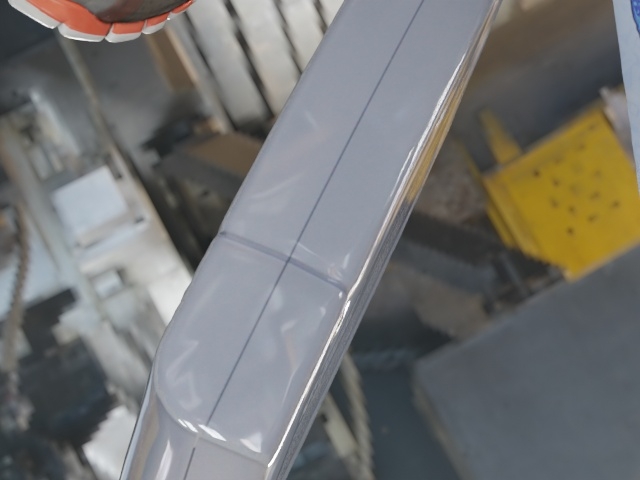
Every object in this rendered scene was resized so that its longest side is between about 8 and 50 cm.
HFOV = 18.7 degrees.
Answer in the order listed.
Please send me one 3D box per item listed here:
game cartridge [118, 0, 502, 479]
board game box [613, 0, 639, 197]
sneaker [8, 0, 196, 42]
[{"bbox_3d":[0.000,0.000,0.731,0.294,0.060,0.196,-63,179,-41],"label":"game cartridge"},{"bbox_3d":[0.255,-0.124,0.885,0.066,0.318,0.318,12,-148,44],"label":"board game box"},{"bbox_3d":[-0.075,-0.102,0.579,0.065,0.061,0.158,-41,159,31],"label":"sneaker"}]
